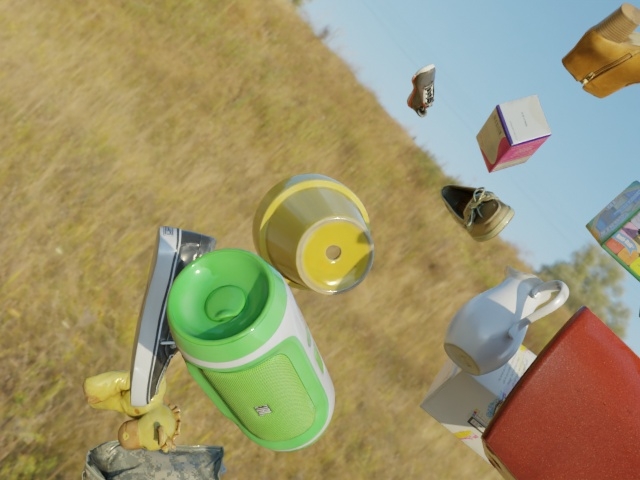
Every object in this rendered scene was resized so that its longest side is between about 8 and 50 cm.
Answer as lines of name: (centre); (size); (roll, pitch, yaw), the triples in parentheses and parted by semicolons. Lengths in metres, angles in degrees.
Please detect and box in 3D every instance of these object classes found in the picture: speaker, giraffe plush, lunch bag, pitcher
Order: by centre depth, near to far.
speaker: (-0.066, 0.132, 0.826); (0.131, 0.131, 0.297); (49, -12, 34)
pitcher: (0.329, 0.141, 1.335); (0.125, 0.207, 0.177); (51, -19, -12)
giraffe plush: (-0.340, 0.331, 1.458); (0.181, 0.210, 0.171); (25, 44, -66)
lunch bag: (-0.355, 0.537, 1.547); (0.286, 0.235, 0.169); (8, 37, -11)

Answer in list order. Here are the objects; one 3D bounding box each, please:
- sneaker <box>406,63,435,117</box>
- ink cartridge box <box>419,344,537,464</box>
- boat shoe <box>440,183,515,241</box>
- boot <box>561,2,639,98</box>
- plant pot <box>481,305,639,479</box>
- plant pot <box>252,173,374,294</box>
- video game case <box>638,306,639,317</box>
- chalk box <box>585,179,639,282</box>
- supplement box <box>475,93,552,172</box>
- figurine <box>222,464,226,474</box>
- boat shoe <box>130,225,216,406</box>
sneaker: (0.246, -0.343, 1.737); (0.065, 0.061, 0.158); (59, -14, 21)
ink cartridge box: (0.356, 0.316, 1.510); (0.232, 0.168, 0.171); (39, 43, 4)
boat shoe: (0.343, -0.070, 1.702); (0.089, 0.104, 0.285); (43, -2, -14)
boot: (0.705, -0.376, 1.674); (0.295, 0.104, 0.211); (36, -33, -2)
plant pot: (0.387, 0.303, 1.113); (0.267, 0.235, 0.267); (50, -6, 27)
plant pot: (0.000, 0.000, 1.584); (0.254, 0.254, 0.239); (47, -1, -20)
video game case: (0.574, 0.112, 0.950); (0.274, 0.026, 0.196); (3, 10, -30)
chalk box: (0.796, -0.007, 1.840); (0.180, 0.179, 0.289); (43, 18, -1)
supplement box: (0.485, -0.267, 1.912); (0.220, 0.113, 0.111); (105, -31, -77)
figurine: (-0.312, 0.699, 1.953); (0.092, 0.210, 0.215); (21, 14, -35)
boat shoe: (-0.229, 0.126, 1.171); (0.104, 0.306, 0.113); (11, 14, -16)
